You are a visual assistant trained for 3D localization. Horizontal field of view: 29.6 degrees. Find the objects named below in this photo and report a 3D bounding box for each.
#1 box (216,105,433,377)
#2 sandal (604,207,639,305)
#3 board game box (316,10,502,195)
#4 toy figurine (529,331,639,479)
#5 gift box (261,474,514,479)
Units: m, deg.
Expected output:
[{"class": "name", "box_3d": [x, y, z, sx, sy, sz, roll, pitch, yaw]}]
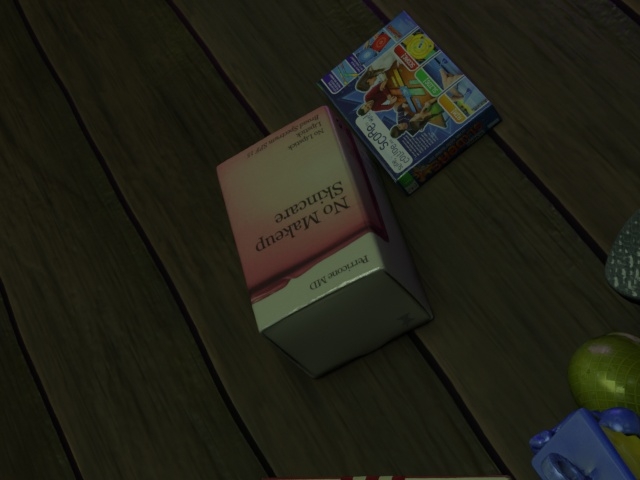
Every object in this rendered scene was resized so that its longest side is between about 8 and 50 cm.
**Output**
[{"class": "box", "box_3d": [0.000, 0.000, 1.283, 0.149, 0.127, 0.232, -29, 51, 13]}, {"class": "sandal", "box_3d": [0.354, -0.027, 1.030, 0.254, 0.054, 0.097, -40, 52, -4]}, {"class": "board game box", "box_3d": [0.096, -0.160, 1.382, 0.136, 0.035, 0.201, -39, 49, 6]}, {"class": "toy figurine", "box_3d": [0.252, 0.156, 0.937, 0.191, 0.217, 0.362, -59, 36, 27]}, {"class": "gift box", "box_3d": [0.085, 0.337, 0.946, 0.276, 0.255, 0.258, -8, 56, 32]}]
